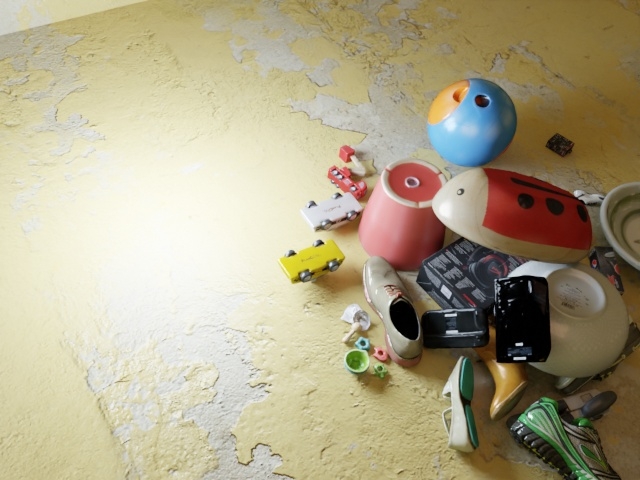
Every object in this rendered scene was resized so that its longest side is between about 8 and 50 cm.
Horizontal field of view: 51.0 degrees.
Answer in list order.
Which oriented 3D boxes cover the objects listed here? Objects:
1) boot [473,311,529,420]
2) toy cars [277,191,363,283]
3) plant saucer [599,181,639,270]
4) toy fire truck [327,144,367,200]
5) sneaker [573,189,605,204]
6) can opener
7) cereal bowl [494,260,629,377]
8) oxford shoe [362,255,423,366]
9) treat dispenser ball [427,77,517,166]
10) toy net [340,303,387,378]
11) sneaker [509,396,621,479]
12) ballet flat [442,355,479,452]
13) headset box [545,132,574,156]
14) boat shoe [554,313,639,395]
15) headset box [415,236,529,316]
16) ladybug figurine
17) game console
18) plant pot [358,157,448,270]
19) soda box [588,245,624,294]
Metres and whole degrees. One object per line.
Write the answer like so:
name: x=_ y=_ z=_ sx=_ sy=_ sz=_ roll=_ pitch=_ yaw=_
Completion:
boot: x=0.458 y=0.321 z=1.771 sx=0.211 sy=0.104 sz=0.295 roll=34 pitch=52 yaw=27
toy cars: x=0.000 y=0.000 z=1.981 sx=0.177 sy=0.087 sz=0.393 roll=19 pitch=49 yaw=4
plant saucer: x=1.051 y=-0.009 z=2.082 sx=0.401 sy=0.100 sz=0.400 roll=3 pitch=52 yaw=-4
toy fire truck: x=0.098 y=-0.219 z=2.185 sx=0.135 sy=0.047 sz=0.192 roll=-32 pitch=62 yaw=-28
sneaker: x=0.886 y=-0.131 z=2.208 sx=0.109 sy=0.040 sz=0.043 roll=13 pitch=68 yaw=9
can opener: x=0.611 y=0.430 z=1.691 sx=0.284 sy=0.095 sz=0.075 roll=-12 pitch=53 yaw=-15
cereal bowl: x=0.632 y=0.172 z=1.728 sx=0.339 sy=0.141 sz=0.338 roll=2 pitch=51 yaw=-3
oxford shoe: x=0.208 y=0.164 z=1.838 sx=0.123 sy=0.130 sz=0.348 roll=-12 pitch=54 yaw=-14
treat dispenser ball: x=0.496 y=-0.385 z=2.204 sx=0.289 sy=0.288 sz=0.288 roll=3 pitch=51 yaw=-4
toy net: x=0.117 y=0.260 z=1.807 sx=0.122 sy=0.045 sz=0.232 roll=1 pitch=51 yaw=-5
sneaker: x=0.625 y=0.504 z=1.568 sx=0.344 sy=0.134 sz=0.146 roll=39 pitch=80 yaw=10
ballet flat: x=0.345 y=0.411 z=1.694 sx=0.086 sy=0.086 sz=0.248 roll=6 pitch=53 yaw=-1
headset box: x=0.846 y=-0.334 z=2.363 sx=0.083 sy=0.032 sz=0.062 roll=39 pitch=58 yaw=21
boat shoe: x=0.748 y=0.317 z=1.788 sx=0.305 sy=0.109 sz=0.091 roll=-36 pitch=88 yaw=-21
headset box: x=0.459 y=0.095 z=1.931 sx=0.293 sy=0.110 sz=0.218 roll=-30 pitch=61 yaw=-25
ladybug figurine: x=0.523 y=-0.075 z=1.764 sx=0.450 sy=0.161 sz=0.305 roll=13 pitch=28 yaw=-10
game console: x=0.411 y=0.207 z=1.722 sx=0.044 sy=0.362 sz=0.213 roll=18 pitch=69 yaw=-46
plant pot: x=0.255 y=-0.091 z=1.975 sx=0.275 sy=0.243 sz=0.274 roll=2 pitch=51 yaw=-3
soda box: x=0.853 y=0.097 z=2.007 sx=0.060 sy=0.053 sz=0.168 roll=5 pitch=52 yaw=-2
